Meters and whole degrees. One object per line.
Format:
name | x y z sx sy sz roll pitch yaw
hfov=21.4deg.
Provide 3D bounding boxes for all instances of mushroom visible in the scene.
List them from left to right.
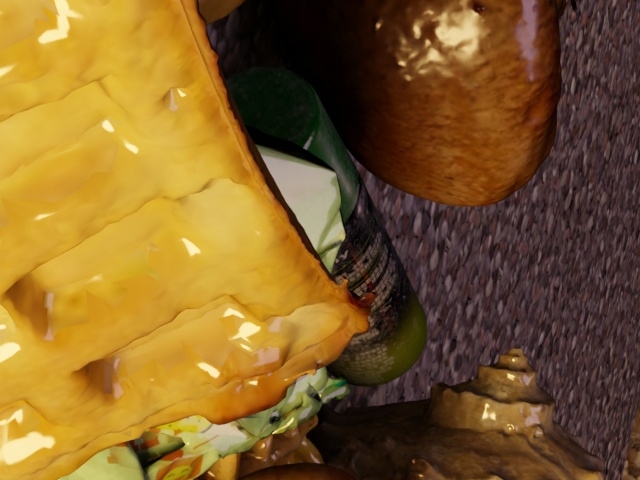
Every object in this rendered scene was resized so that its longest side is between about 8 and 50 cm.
mushroom | 0.074 -0.150 1.161 0.263 0.195 0.283 65 11 20

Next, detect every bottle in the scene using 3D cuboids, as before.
bottle | 0.000 0.000 1.202 0.330 0.093 0.093 62 45 -59

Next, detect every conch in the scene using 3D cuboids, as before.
conch | 0.062 0.225 1.345 0.352 0.210 0.297 -49 -177 10

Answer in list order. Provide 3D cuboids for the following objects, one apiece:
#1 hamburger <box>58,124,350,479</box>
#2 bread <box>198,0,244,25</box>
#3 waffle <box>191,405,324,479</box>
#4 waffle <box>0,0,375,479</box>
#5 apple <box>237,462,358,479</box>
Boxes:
hamburger | -0.080 0.038 0.935 0.235 0.125 0.214 14 90 -43
bread | -0.130 -0.145 0.717 0.294 0.167 0.132 -38 136 -58
waffle | -0.080 0.164 1.112 0.329 0.062 0.329 -42 140 -47
waffle | -0.153 0.009 0.613 0.077 0.304 0.348 64 0 31
apple | -0.013 0.200 1.047 0.102 0.126 0.126 -90 -176 -73
